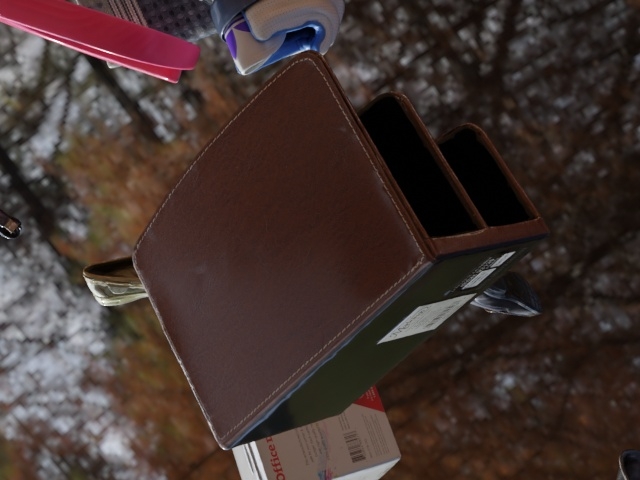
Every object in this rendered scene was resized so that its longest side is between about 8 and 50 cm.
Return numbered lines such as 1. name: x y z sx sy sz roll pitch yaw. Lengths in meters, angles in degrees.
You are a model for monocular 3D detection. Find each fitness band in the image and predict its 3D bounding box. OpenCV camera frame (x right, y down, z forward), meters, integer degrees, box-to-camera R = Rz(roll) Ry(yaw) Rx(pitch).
1. fitness band: -0.283 -0.260 1.748 0.291 0.209 0.054 19 -88 30

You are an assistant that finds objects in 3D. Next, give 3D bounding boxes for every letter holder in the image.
1. letter holder: 0.000 0.000 1.181 0.152 0.214 0.302 -10 154 -46

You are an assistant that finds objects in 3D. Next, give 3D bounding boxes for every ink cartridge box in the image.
1. ink cartridge box: -0.013 0.255 1.775 0.176 0.128 0.127 -13 161 -20

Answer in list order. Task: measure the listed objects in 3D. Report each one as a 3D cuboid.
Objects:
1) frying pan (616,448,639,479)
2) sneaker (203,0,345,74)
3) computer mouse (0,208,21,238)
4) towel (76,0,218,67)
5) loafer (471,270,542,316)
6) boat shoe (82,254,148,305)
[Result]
1. frying pan: 0.342 0.246 1.259 0.053 0.197 0.326 -52 173 15
2. sneaker: -0.124 -0.308 1.632 0.130 0.322 0.236 126 -34 -56
3. computer mouse: -0.476 0.002 1.839 0.193 0.106 0.042 -40 -150 31
4. towel: -0.206 -0.418 1.843 0.312 0.324 0.056 -17 -162 19
5. loafer: 0.263 0.079 2.073 0.061 0.170 0.062 -37 -133 27
6. boat shoe: -0.191 0.031 1.596 0.153 0.048 0.056 -12 -134 10
